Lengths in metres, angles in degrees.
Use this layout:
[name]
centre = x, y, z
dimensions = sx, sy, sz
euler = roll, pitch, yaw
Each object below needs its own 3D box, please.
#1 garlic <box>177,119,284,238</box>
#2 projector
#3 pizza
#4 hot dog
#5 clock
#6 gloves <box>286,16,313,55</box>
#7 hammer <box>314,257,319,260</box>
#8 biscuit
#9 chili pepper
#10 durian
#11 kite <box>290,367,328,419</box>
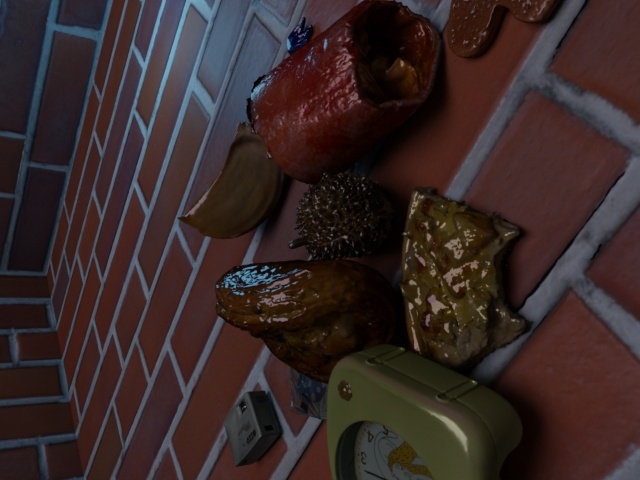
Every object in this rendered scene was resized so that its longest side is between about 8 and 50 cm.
[garlic]
centre = -0.162, -0.140, 1.308
dimensions = 0.151, 0.196, 0.338
euler = 52, 120, 26
[projector]
centre = -0.156, 0.424, 1.338
dimensions = 0.147, 0.061, 0.115
euler = -55, 47, 35
[pizza]
centre = 0.193, 0.063, 0.877
dimensions = 0.223, 0.089, 0.323
euler = -14, 76, 56
[hot dog]
centre = -0.042, 0.132, 1.052
dimensions = 0.388, 0.267, 0.174
euler = -6, 48, 52
[clock]
centre = 0.135, 0.345, 0.854
dimensions = 0.286, 0.117, 0.348
euler = 18, 114, 48
[gloves]
centre = -0.048, -0.453, 1.313
dimensions = 0.086, 0.026, 0.064
euler = -28, 62, 50
[hammer]
centre = 0.000, 0.000, 1.209
dimensions = 0.062, 0.013, 0.198
euler = 37, 115, 50
[biscuit]
centre = 0.269, -0.355, 0.854
dimensions = 0.192, 0.036, 0.186
euler = 28, 112, 52
[chili pepper]
centre = 0.031, -0.256, 1.012
dimensions = 0.305, 0.229, 0.251
euler = -33, 28, 49
[durian]
centre = 0.032, -0.028, 1.008
dimensions = 0.196, 0.196, 0.167
euler = -47, 53, 41
[kite]
centre = 0.000, 0.241, 1.185
dimensions = 0.314, 0.011, 0.335
euler = -61, 43, 30
